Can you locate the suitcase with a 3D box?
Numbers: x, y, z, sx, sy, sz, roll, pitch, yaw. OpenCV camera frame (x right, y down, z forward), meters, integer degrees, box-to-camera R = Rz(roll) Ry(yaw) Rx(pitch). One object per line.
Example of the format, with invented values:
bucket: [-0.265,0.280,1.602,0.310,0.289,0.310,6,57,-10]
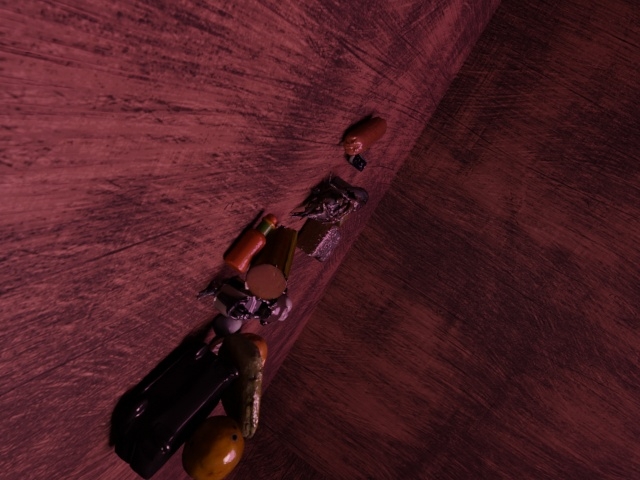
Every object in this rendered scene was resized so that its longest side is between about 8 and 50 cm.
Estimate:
suitcase: [-0.428,0.502,1.476,0.345,0.188,0.339,-46,167,-45]

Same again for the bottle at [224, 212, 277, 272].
bottle: [-0.187,0.003,1.393,0.187,0.069,0.069,-52,169,-17]

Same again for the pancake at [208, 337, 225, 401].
pancake: [-0.340,0.471,1.821,0.283,0.049,0.282,-17,122,-29]

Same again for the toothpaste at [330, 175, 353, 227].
toothpaste: [0.076,-0.157,2.070,0.071,0.089,0.313,-49,168,-18]

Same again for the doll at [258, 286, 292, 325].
doll: [-0.191,0.263,2.035,0.181,0.117,0.257,-61,168,-4]

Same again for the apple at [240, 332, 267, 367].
apple: [-0.298,0.459,1.987,0.199,0.199,0.199,-54,169,-15]

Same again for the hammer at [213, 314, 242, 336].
hammer: [-0.283,0.224,1.652,0.193,0.070,0.116,-64,167,11]

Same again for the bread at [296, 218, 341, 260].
bread: [0.000,0.000,2.129,0.165,0.113,0.416,-54,171,-1]

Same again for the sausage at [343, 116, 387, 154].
sausage: [0.164,-0.379,1.798,0.289,0.086,0.086,-45,164,-52]

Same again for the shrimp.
shrimp: [0.032,-0.150,1.795,0.372,0.172,0.137,-8,154,-50]

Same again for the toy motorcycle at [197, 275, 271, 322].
toy motorcycle: [-0.239,0.173,1.445,0.090,0.157,0.263,-60,171,4]

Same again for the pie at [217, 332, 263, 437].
pie: [-0.259,0.452,1.584,0.071,0.323,0.323,-2,135,-32]

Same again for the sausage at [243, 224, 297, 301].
sausage: [-0.134,0.035,1.494,0.125,0.117,0.317,-39,-159,26]

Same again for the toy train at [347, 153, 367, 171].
toy train: [0.137,-0.318,1.960,0.052,0.051,0.234,-58,166,6]

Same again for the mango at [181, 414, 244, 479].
mango: [-0.318,0.615,1.479,0.329,0.177,0.175,117,-31,-65]
